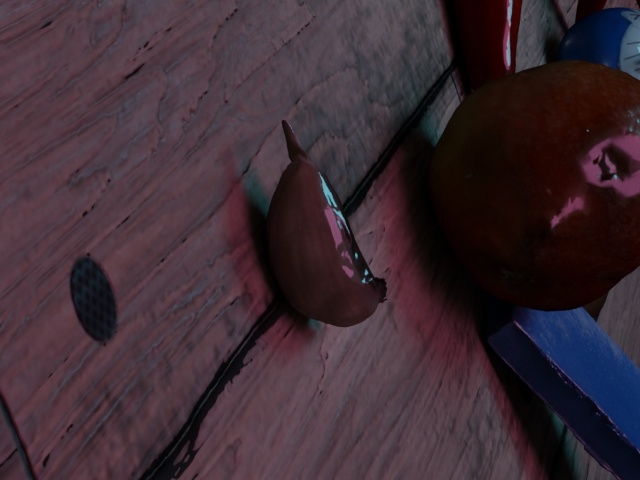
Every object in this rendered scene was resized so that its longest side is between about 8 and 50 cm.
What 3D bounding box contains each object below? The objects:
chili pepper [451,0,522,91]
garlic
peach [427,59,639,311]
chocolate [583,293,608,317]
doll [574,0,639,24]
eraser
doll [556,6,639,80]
[{"bbox_3d":[0.178,-0.288,1.847,0.137,0.091,0.368,80,16,-52],"label":"chili pepper"},{"bbox_3d":[-0.006,0.004,1.165,0.152,0.066,0.084,65,-5,-34],"label":"garlic"},{"bbox_3d":[0.209,-0.045,1.525,0.257,0.232,0.232,-76,145,-63],"label":"peach"},{"bbox_3d":[0.269,-0.034,1.877,0.157,0.080,0.254,25,52,-64],"label":"chocolate"},{"bbox_3d":[0.402,-0.401,2.239,0.099,0.188,0.384,-46,141,-38],"label":"doll"},{"bbox_3d":[0.272,0.145,1.688,0.312,0.042,0.144,45,29,-22],"label":"eraser"},{"bbox_3d":[0.401,-0.178,2.228,0.215,0.161,0.257,-26,104,-44],"label":"doll"}]
